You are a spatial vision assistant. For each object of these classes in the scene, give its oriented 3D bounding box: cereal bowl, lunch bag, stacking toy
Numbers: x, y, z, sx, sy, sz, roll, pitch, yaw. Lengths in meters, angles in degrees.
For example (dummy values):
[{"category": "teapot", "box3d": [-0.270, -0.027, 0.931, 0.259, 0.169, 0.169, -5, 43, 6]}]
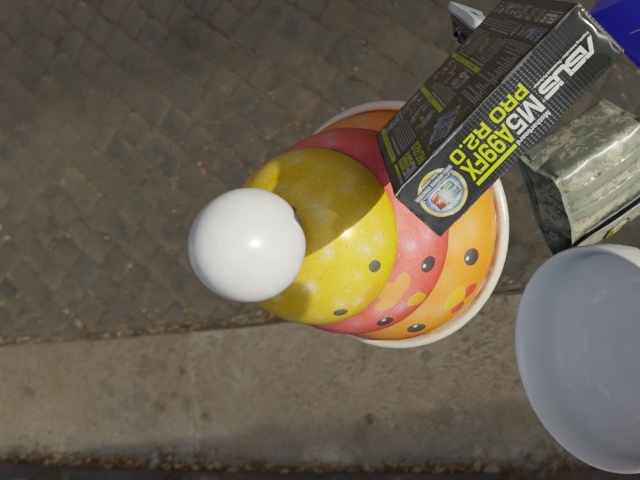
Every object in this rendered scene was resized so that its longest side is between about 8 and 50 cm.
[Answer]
[{"category": "cereal bowl", "box3d": [0.459, 0.168, 1.237, 0.339, 0.141, 0.339, 12, 104, 59]}, {"category": "lunch bag", "box3d": [0.572, -0.104, 1.732, 0.235, 0.287, 0.169, -33, 37, -5]}, {"category": "stacking toy", "box3d": [0.000, 0.000, 0.997, 0.350, 0.480, 0.351, 4, 98, 29]}]

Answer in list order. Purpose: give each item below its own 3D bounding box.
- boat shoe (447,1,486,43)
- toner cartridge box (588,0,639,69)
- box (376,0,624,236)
[{"category": "boat shoe", "box3d": [0.325, -0.468, 1.819, 0.228, 0.080, 0.076, -110, 36, -60]}, {"category": "toner cartridge box", "box3d": [0.420, -0.225, 0.756, 0.165, 0.348, 0.075, 38, 79, -14]}, {"category": "box", "box3d": [0.154, -0.136, 0.805, 0.060, 0.270, 0.216, 40, 103, -12]}]
